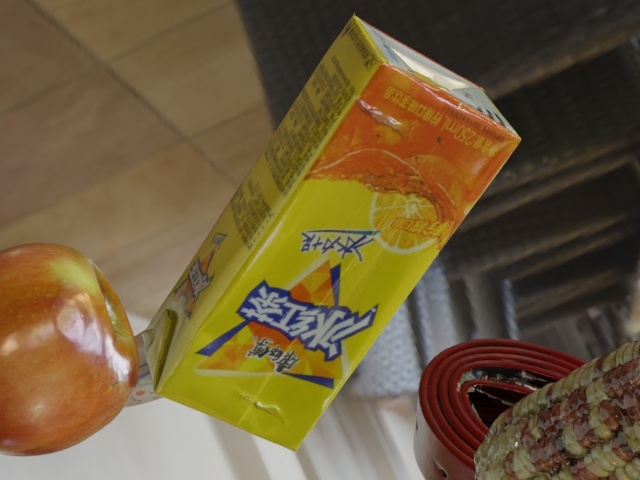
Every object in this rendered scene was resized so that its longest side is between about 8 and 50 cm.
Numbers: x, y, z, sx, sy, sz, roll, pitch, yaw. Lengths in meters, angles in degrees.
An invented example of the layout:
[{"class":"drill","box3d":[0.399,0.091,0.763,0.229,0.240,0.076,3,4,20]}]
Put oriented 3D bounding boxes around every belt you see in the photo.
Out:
[{"class":"belt","box3d":[0.262,0.249,1.694,0.227,0.324,0.115,-47,150,-37]}]

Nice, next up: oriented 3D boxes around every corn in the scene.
[{"class":"corn","box3d":[0.165,0.084,0.720,0.079,0.079,0.237,-15,160,-37]}]

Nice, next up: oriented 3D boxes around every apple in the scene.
[{"class":"apple","box3d":[-0.215,0.083,1.068,0.139,0.163,0.163,-26,168,0]}]

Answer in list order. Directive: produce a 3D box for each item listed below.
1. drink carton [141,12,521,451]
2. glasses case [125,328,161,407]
[{"class":"drink carton","box3d":[0.000,0.000,1.220,0.154,0.111,0.351,26,110,-24]},{"class":"glasses case","box3d":[-0.096,0.092,1.461,0.297,0.075,0.113,-24,175,-16]}]
